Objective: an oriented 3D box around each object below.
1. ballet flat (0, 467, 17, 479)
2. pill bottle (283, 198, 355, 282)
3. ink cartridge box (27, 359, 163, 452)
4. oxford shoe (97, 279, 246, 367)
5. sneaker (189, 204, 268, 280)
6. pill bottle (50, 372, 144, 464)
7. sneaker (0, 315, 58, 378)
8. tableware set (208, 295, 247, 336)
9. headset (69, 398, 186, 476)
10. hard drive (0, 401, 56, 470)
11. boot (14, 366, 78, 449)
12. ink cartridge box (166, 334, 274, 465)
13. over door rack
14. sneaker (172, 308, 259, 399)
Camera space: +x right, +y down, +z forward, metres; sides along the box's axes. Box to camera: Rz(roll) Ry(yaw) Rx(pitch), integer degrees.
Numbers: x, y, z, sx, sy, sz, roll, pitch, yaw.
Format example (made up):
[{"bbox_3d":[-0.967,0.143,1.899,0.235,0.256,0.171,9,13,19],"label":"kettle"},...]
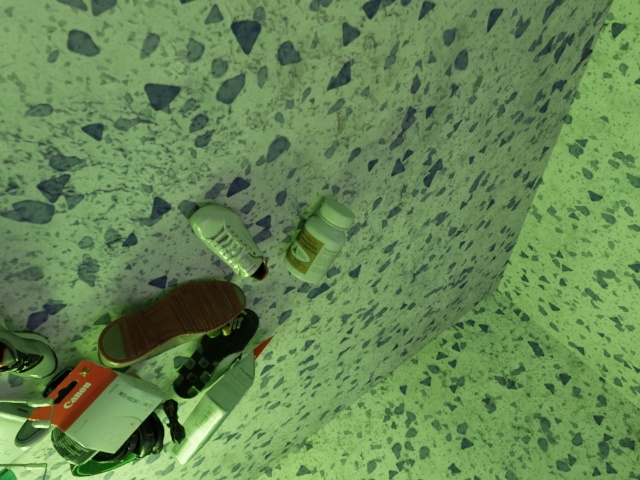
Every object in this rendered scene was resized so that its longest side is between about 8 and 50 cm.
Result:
[{"bbox_3d":[-0.896,0.700,1.202,0.247,0.087,0.083,-36,-179,-14],"label":"ballet flat"},{"bbox_3d":[0.000,0.000,1.365,0.131,0.131,0.229,5,123,-51],"label":"pill bottle"},{"bbox_3d":[-0.528,0.404,1.124,0.189,0.066,0.232,-48,140,-3],"label":"ink cartridge box"},{"bbox_3d":[-0.383,0.212,1.222,0.397,0.140,0.146,-17,164,-37],"label":"oxford shoe"},{"bbox_3d":[-0.206,0.014,1.164,0.106,0.123,0.290,-42,147,0],"label":"sneaker"},{"bbox_3d":[-0.580,0.469,1.260,0.246,0.130,0.130,-41,148,-4],"label":"pill bottle"},{"bbox_3d":[-0.635,0.233,0.953,0.100,0.108,0.271,-37,149,-14],"label":"sneaker"},{"bbox_3d":[-0.261,0.215,1.320,0.104,0.154,0.024,-12,119,6],"label":"tableware set"},{"bbox_3d":[-0.559,0.610,1.395,0.394,0.185,0.243,-41,150,14],"label":"headset"},{"bbox_3d":[-0.850,0.519,1.098,0.353,0.047,0.233,-39,148,-10],"label":"hard drive"},{"bbox_3d":[-0.653,0.393,1.113,0.190,0.069,0.086,-58,158,-46],"label":"boot"},{"bbox_3d":[-0.290,0.508,1.525,0.308,0.091,0.385,-55,168,27],"label":"ink cartridge box"},{"bbox_3d":[-0.692,0.364,0.929,0.325,0.108,0.239,16,119,-10],"label":"over door rack"},{"bbox_3d":[-0.307,0.339,1.451,0.330,0.122,0.146,-46,166,1],"label":"sneaker"}]
